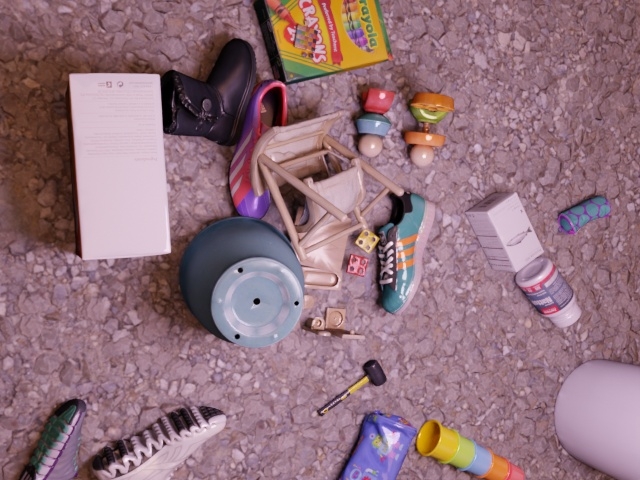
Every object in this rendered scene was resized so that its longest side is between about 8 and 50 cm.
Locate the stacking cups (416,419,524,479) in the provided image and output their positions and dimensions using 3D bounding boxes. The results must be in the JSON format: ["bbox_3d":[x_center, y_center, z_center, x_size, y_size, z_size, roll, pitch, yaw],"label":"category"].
[{"bbox_3d":[0.399,0.557,1.825,0.316,0.096,0.096,27,82,-21],"label":"stacking cups"}]

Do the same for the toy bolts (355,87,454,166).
[{"bbox_3d":[0.197,-0.263,1.677,0.229,0.218,0.158,8,95,-4],"label":"toy bolts"}]

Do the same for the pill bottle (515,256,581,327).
[{"bbox_3d":[0.612,0.142,1.891,0.108,0.108,0.180,-45,106,-15],"label":"pill bottle"}]

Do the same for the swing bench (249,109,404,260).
[{"bbox_3d":[0.001,-0.130,1.545,0.253,0.165,0.254,-25,74,-49],"label":"swing bench"}]

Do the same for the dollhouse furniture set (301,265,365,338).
[{"bbox_3d":[0.020,0.143,1.643,0.144,0.123,0.151,6,89,-22],"label":"dollhouse furniture set"}]

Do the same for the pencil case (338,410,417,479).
[{"bbox_3d":[0.114,0.556,1.698,0.133,0.119,0.306,26,81,11],"label":"pencil case"}]

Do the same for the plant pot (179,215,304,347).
[{"bbox_3d":[-0.150,0.103,1.478,0.272,0.255,0.271,-3,101,-14],"label":"plant pot"}]

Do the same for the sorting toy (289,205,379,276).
[{"bbox_3d":[0.000,0.000,1.669,0.275,0.046,0.132,13,87,-17],"label":"sorting toy"}]

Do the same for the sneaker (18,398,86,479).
[{"bbox_3d":[-0.530,0.436,1.468,0.098,0.083,0.223,35,83,-40],"label":"sneaker"}]

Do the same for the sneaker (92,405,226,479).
[{"bbox_3d":[-0.333,0.454,1.529,0.292,0.110,0.118,-24,108,-11],"label":"sneaker"}]

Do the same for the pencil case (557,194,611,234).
[{"bbox_3d":[0.727,-0.069,1.955,0.152,0.064,0.070,-25,85,-19],"label":"pencil case"}]

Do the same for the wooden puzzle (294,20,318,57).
[{"bbox_3d":[-0.032,-0.449,1.582,0.049,0.006,0.083,10,88,-22],"label":"wooden puzzle"}]

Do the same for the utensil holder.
[{"bbox_3d":[0.855,0.491,1.850,0.328,0.385,0.327,-1,92,-23],"label":"utensil holder"}]

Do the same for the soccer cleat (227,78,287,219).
[{"bbox_3d":[-0.133,-0.202,1.575,0.109,0.116,0.318,9,88,-22],"label":"soccer cleat"}]

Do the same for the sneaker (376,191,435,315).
[{"bbox_3d":[0.181,0.025,1.721,0.121,0.108,0.302,20,76,-20],"label":"sneaker"}]

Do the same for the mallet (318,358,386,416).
[{"bbox_3d":[0.080,0.371,1.726,0.190,0.039,0.062,-41,108,-11],"label":"mallet"}]

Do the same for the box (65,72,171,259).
[{"bbox_3d":[-0.408,-0.141,1.415,0.168,0.215,0.345,-4,93,-22],"label":"box"}]

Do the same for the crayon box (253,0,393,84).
[{"bbox_3d":[0.027,-0.493,1.652,0.319,0.081,0.202,-19,98,-21],"label":"crayon box"}]

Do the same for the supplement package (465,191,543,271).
[{"bbox_3d":[0.475,-0.022,1.832,0.105,0.105,0.179,-34,104,-18],"label":"supplement package"}]

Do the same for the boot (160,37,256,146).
[{"bbox_3d":[-0.240,-0.328,1.493,0.207,0.094,0.246,7,94,-58],"label":"boot"}]
